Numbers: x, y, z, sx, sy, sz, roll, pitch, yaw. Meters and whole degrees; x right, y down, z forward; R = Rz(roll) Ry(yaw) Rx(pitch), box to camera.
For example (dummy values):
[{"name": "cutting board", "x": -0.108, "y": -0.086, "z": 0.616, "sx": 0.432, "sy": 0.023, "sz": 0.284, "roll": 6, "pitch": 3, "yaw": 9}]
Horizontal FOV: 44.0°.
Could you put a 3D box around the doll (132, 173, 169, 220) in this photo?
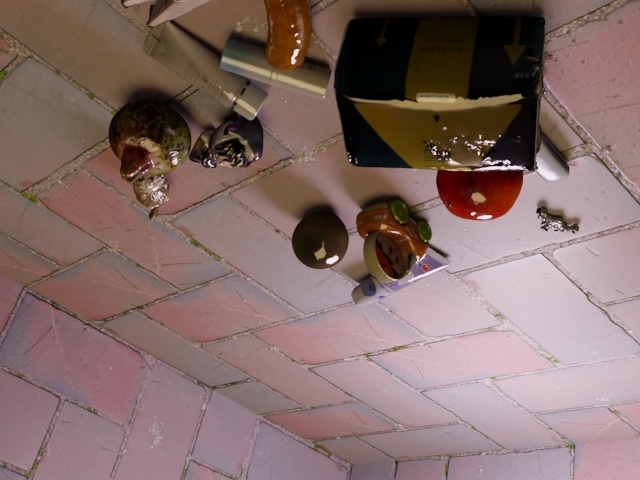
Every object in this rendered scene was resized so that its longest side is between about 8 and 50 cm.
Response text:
[{"name": "doll", "x": -0.494, "y": -0.154, "z": 2.326, "sx": 0.115, "sy": 0.105, "sz": 0.221, "roll": 43, "pitch": 159, "yaw": 29}]

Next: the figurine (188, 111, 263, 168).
[{"name": "figurine", "x": -0.229, "y": -0.258, "z": 2.061, "sx": 0.222, "sy": 0.145, "sz": 0.145, "roll": -2, "pitch": 146, "yaw": 42}]

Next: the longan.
[{"name": "longan", "x": 0.000, "y": 0.000, "z": 2.329, "sx": 0.167, "sy": 0.167, "sz": 0.187, "roll": 18, "pitch": 127, "yaw": -6}]

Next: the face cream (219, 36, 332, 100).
[{"name": "face cream", "x": -0.102, "y": -0.395, "z": 1.823, "sx": 0.249, "sy": 0.077, "sz": 0.077, "roll": 16, "pitch": 148, "yaw": -6}]

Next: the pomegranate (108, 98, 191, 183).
[{"name": "pomegranate", "x": -0.456, "y": -0.243, "z": 2.043, "sx": 0.214, "sy": 0.248, "sz": 0.214, "roll": 14, "pitch": 144, "yaw": 10}]

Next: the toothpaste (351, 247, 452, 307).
[{"name": "toothpaste", "x": 0.240, "y": 0.110, "z": 2.493, "sx": 0.125, "sy": 0.080, "sz": 0.371, "roll": 34, "pitch": 136, "yaw": -22}]

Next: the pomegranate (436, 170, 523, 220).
[{"name": "pomegranate", "x": 0.391, "y": -0.146, "z": 1.903, "sx": 0.235, "sy": 0.210, "sz": 0.210, "roll": -5, "pitch": 161, "yaw": -34}]

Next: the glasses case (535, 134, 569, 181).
[{"name": "glasses case", "x": 0.534, "y": -0.200, "z": 1.901, "sx": 0.067, "sy": 0.045, "sz": 0.178, "roll": -19, "pitch": 135, "yaw": 41}]

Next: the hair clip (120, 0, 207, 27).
[{"name": "hair clip", "x": -0.265, "y": -0.547, "z": 1.648, "sx": 0.330, "sy": 0.085, "sz": 0.101, "roll": -17, "pitch": 139, "yaw": 30}]

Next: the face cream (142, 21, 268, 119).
[{"name": "face cream", "x": -0.274, "y": -0.402, "z": 1.884, "sx": 0.314, "sy": 0.089, "sz": 0.143, "roll": 32, "pitch": 146, "yaw": -12}]

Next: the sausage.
[{"name": "sausage", "x": -0.073, "y": -0.475, "z": 1.667, "sx": 0.108, "sy": 0.109, "sz": 0.271, "roll": 9, "pitch": 148, "yaw": 8}]

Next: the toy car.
[{"name": "toy car", "x": 0.196, "y": 0.022, "z": 2.221, "sx": 0.145, "sy": 0.235, "sz": 0.235, "roll": -19, "pitch": 135, "yaw": 42}]

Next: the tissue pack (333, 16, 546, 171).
[{"name": "tissue pack", "x": 0.259, "y": -0.306, "z": 1.655, "sx": 0.416, "sy": 0.253, "sz": 0.264, "roll": 3, "pitch": 146, "yaw": 14}]

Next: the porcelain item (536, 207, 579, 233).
[{"name": "porcelain item", "x": 0.622, "y": -0.043, "z": 2.134, "sx": 0.136, "sy": 0.021, "sz": 0.075, "roll": 25, "pitch": 151, "yaw": -16}]
